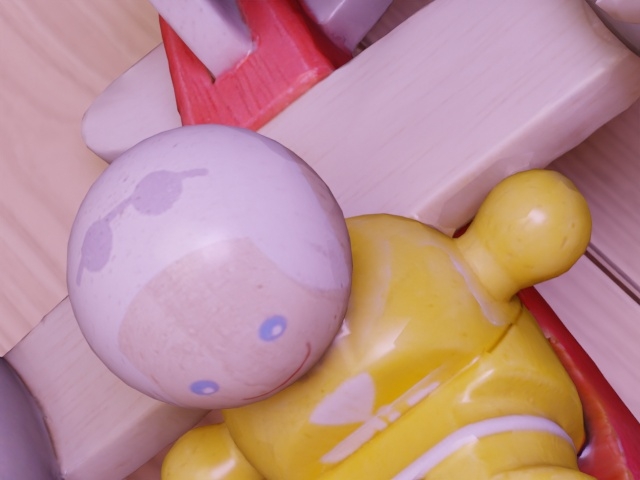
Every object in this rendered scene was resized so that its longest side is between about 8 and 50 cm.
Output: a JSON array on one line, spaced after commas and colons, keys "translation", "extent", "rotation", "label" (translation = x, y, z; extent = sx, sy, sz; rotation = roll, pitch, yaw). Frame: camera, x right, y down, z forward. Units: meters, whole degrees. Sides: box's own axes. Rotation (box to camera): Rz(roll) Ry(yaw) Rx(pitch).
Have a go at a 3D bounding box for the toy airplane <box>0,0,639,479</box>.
[{"translation": [0.000, 0.000, 0.546], "extent": [0.384, 0.272, 0.386], "rotation": [11, 86, 28], "label": "toy airplane"}]
